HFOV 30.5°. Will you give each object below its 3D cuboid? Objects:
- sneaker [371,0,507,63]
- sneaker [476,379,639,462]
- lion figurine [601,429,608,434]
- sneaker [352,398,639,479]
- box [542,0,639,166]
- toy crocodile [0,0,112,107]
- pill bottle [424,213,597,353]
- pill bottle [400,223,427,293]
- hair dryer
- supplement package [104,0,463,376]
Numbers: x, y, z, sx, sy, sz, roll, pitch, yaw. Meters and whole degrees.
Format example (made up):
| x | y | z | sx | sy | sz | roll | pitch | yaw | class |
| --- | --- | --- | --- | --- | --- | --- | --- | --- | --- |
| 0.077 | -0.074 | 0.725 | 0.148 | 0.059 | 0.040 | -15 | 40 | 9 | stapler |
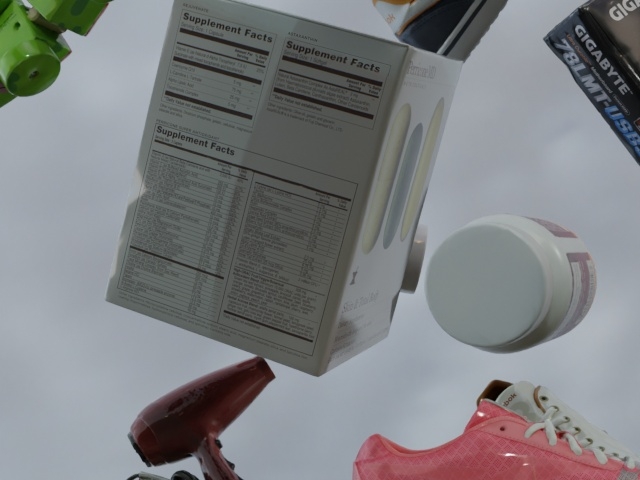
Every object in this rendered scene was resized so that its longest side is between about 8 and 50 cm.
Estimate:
| x | y | z | sx | sy | sz | roll | pitch | yaw | class |
| --- | --- | --- | --- | --- | --- | --- | --- | --- | --- |
| 0.176 | -0.326 | 1.167 | 0.127 | 0.126 | 0.321 | 37 | -79 | -1 | sneaker |
| 0.220 | 0.208 | 1.118 | 0.123 | 0.290 | 0.106 | 41 | -93 | -15 | sneaker |
| 0.357 | 0.405 | 1.365 | 0.142 | 0.240 | 0.392 | -31 | -40 | -6 | lion figurine |
| 0.167 | 0.182 | 0.890 | 0.314 | 0.136 | 0.116 | -10 | -13 | 9 | sneaker |
| 0.399 | -0.150 | 1.105 | 0.295 | 0.293 | 0.073 | -35 | -1 | -31 | box |
| -0.286 | -0.259 | 1.287 | 0.340 | 0.115 | 0.105 | -46 | -26 | 13 | toy crocodile |
| 0.314 | 0.069 | 1.921 | 0.224 | 0.224 | 0.392 | -40 | -14 | 17 | pill bottle |
| 0.000 | 0.000 | 1.509 | 0.264 | 0.146 | 0.146 | 11 | -53 | 1 | pill bottle |
| -0.128 | 0.264 | 1.382 | 0.224 | 0.293 | 0.080 | 13 | -27 | 15 | hair dryer |
| -0.024 | -0.054 | 0.990 | 0.198 | 0.199 | 0.262 | 18 | -80 | 17 | supplement package |
